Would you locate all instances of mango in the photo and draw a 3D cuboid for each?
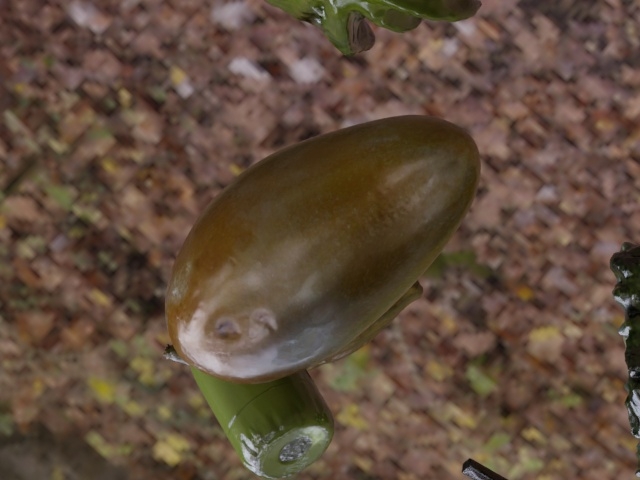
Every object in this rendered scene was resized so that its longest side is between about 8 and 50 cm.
[{"bbox_3d":[0.000,0.000,1.728,0.221,0.384,0.199,27,-148,-47],"label":"mango"}]

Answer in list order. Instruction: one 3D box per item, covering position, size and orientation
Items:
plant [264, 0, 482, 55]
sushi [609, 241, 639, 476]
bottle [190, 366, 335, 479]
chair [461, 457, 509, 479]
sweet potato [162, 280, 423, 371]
[{"bbox_3d":[-0.018,-0.161,1.002,0.251,0.333,0.180,39,128,-15],"label":"plant"},{"bbox_3d":[0.429,0.134,1.903,0.178,0.294,0.352,-11,167,14],"label":"sushi"},{"bbox_3d":[-0.086,0.136,1.891,0.260,0.112,0.112,56,172,35],"label":"bottle"},{"bbox_3d":[0.229,0.351,1.559,0.319,0.160,0.186,30,-153,-20],"label":"chair"},{"bbox_3d":[-0.034,0.111,2.306,0.158,0.370,0.158,52,159,29],"label":"sweet potato"}]
